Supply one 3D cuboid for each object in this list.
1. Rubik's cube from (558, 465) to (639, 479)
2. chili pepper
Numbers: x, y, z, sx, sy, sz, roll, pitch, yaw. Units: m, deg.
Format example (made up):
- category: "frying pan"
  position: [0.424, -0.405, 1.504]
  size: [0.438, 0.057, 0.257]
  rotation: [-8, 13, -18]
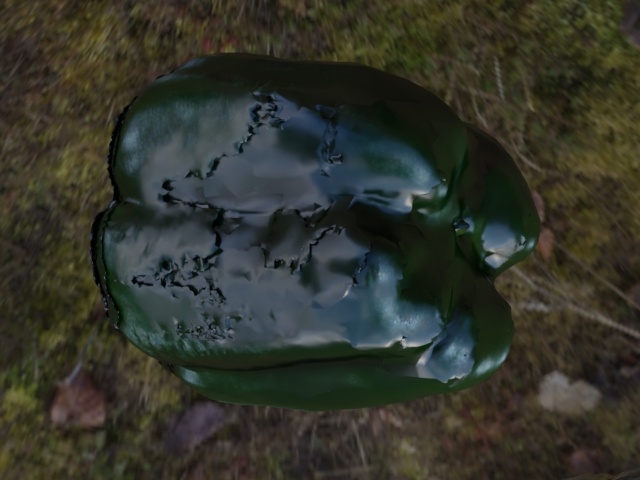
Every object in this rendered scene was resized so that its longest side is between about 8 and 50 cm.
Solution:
- category: "Rubik's cube"
  position: [0.064, 0.201, 0.325]
  size: [0.293, 0.287, 0.292]
  rotation: [-13, 83, 13]
- category: "chili pepper"
  position: [0.000, 0.000, 1.014]
  size: [0.257, 0.248, 0.233]
  rotation: [6, 83, 34]
